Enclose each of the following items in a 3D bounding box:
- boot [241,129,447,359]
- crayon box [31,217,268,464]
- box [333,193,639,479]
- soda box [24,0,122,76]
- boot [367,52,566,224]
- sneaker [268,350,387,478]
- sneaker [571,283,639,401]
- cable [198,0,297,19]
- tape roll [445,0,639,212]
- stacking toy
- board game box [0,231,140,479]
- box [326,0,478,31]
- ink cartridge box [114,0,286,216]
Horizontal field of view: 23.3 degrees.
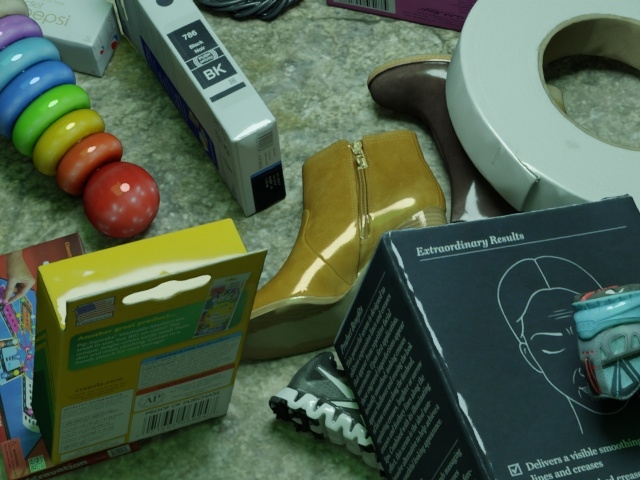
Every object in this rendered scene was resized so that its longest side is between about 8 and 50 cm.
[{"bbox_3d":[0.000,-0.001,1.754,0.295,0.104,0.211,-22,54,3],"label":"boot"},{"bbox_3d":[-0.179,0.092,1.560,0.203,0.323,0.083,-14,60,-21],"label":"crayon box"},{"bbox_3d":[0.229,0.184,1.518,0.294,0.212,0.395,-8,58,-22],"label":"box"},{"bbox_3d":[-0.367,-0.276,1.962,0.216,0.069,0.074,14,62,13],"label":"soda box"},{"bbox_3d":[0.165,-0.109,1.808,0.248,0.090,0.207,9,59,5],"label":"boot"},{"bbox_3d":[0.067,0.188,1.649,0.234,0.078,0.106,26,67,20],"label":"sneaker"},{"bbox_3d":[0.342,0.111,1.430,0.262,0.104,0.125,5,81,-23],"label":"sneaker"},{"bbox_3d":[-0.103,-0.351,2.005,0.184,0.047,0.150,4,65,4],"label":"cable"},{"bbox_3d":[0.338,-0.163,1.783,0.392,0.072,0.392,6,55,-9],"label":"tape roll"},{"bbox_3d":[-0.312,-0.134,1.832,0.141,0.141,0.330,-39,80,-17],"label":"stacking toy"},{"bbox_3d":[-0.307,0.130,1.743,0.145,0.027,0.281,-17,60,-7],"label":"board game box"},{"bbox_3d":[0.138,-0.405,1.971,0.214,0.117,0.243,13,62,11],"label":"box"},{"bbox_3d":[-0.149,-0.199,1.844,0.065,0.165,0.332,-29,63,-12],"label":"ink cartridge box"}]
